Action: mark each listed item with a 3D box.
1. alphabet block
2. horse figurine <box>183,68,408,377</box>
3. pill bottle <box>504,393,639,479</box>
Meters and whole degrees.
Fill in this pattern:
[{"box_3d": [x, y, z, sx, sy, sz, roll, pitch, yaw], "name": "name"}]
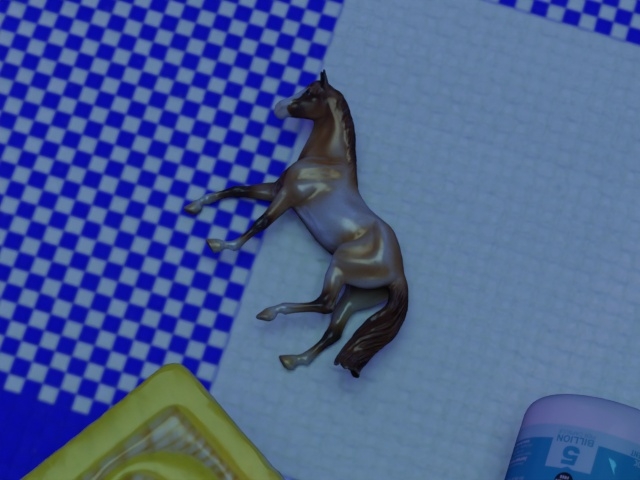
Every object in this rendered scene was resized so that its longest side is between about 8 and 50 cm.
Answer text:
[{"box_3d": [-0.126, 0.244, 1.598, 0.193, 0.197, 0.192, -40, 75, -15], "name": "alphabet block"}, {"box_3d": [0.000, 0.000, 1.765, 0.174, 0.066, 0.263, -31, 71, -7], "name": "horse figurine"}, {"box_3d": [0.204, 0.270, 1.628, 0.146, 0.146, 0.264, 17, 70, 4], "name": "pill bottle"}]
